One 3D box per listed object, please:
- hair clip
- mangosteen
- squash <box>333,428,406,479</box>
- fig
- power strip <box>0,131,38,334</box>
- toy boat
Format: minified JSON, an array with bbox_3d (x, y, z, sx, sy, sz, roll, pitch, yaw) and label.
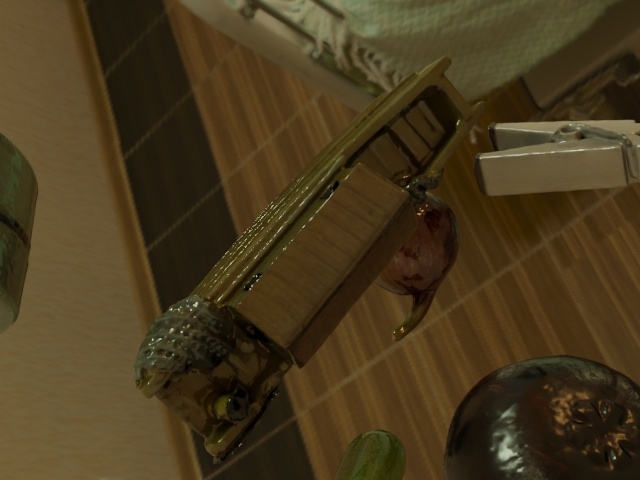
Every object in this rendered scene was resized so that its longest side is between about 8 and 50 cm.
[{"bbox_3d":[0.378,-0.121,1.308,0.330,0.101,0.085,-1,117,34],"label":"hair clip"},{"bbox_3d":[0.143,0.147,0.575,0.152,0.152,0.152,-16,65,38],"label":"mangosteen"},{"bbox_3d":[0.036,0.254,0.930,0.066,0.201,0.066,10,118,18],"label":"squash"},{"bbox_3d":[0.142,0.032,1.480,0.175,0.175,0.207,-22,88,35],"label":"fig"},{"bbox_3d":[-0.461,-0.018,0.930,0.357,0.357,0.161,-18,58,37],"label":"power strip"},{"bbox_3d":[0.000,0.000,0.911,0.445,0.136,0.162,-50,19,-18],"label":"toy boat"}]
